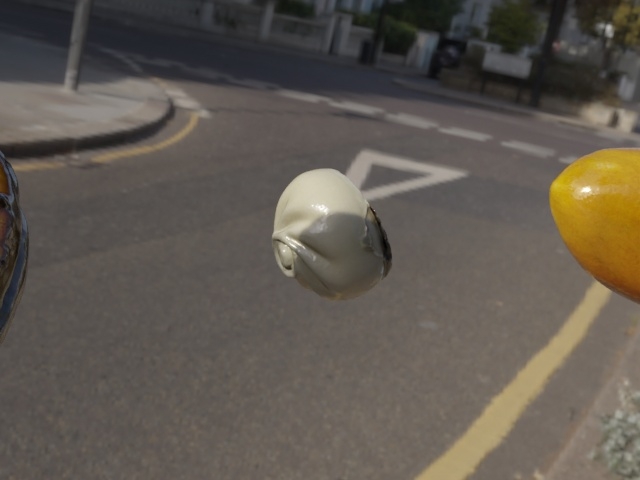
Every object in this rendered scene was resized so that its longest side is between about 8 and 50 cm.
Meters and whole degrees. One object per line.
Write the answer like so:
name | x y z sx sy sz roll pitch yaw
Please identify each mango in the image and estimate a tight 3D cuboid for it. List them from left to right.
mango | 0.292 -0.011 0.876 0.217 0.141 0.102 19 30 -11

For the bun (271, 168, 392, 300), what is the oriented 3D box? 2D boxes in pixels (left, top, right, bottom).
bun | 0.000 0.000 1.317 0.120 0.173 0.173 -27 27 -16

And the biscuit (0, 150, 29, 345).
biscuit | -0.362 0.022 0.719 0.332 0.103 0.332 -2 51 3
